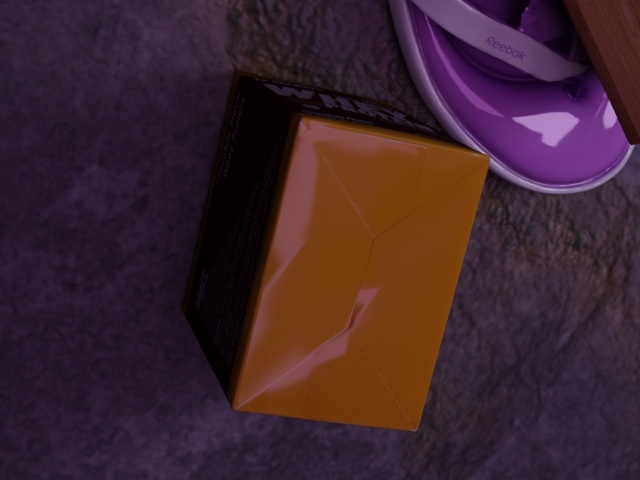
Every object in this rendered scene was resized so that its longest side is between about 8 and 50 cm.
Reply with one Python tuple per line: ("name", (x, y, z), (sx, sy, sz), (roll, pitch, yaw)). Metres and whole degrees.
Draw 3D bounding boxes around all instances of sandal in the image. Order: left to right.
("sandal", (0.124, -0.202, 0.908), (0.169, 0.102, 0.416), (-31, 112, -5))

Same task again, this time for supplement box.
("supplement box", (0.000, 0.000, 0.879), (0.129, 0.194, 0.191), (10, 103, -19))

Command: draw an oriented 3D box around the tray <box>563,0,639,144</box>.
("tray", (0.178, -0.291, 0.854), (0.076, 0.203, 0.410), (-15, 116, 36))
